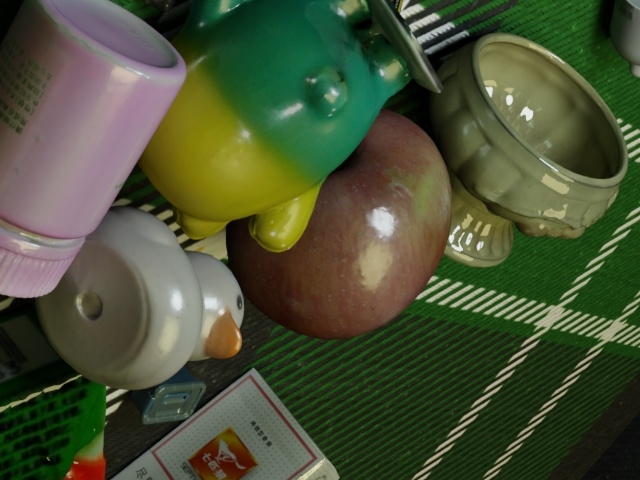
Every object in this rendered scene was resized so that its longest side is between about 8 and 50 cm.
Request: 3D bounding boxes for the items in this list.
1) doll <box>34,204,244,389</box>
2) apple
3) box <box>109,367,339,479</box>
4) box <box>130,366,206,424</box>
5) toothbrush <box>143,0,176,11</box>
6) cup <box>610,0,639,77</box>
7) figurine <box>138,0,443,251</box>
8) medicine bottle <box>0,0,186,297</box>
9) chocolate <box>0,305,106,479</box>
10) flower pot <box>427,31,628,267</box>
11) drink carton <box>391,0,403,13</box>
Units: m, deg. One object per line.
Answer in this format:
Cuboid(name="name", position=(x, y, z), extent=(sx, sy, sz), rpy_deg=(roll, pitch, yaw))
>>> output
Cuboid(name="doll", position=(-0.201, 0.064, 1.488), extent=(0.221, 0.251, 0.221), rpy_deg=(-50, 158, -29))
Cuboid(name="apple", position=(0.024, -0.029, 1.625), extent=(0.305, 0.306, 0.235), rpy_deg=(-33, 142, -15))
Cuboid(name="box", position=(-0.164, 0.380, 1.956), extent=(0.330, 0.210, 0.095), rpy_deg=(-39, 147, -7))
Cuboid(name="box", position=(-0.225, 0.221, 1.854), extent=(0.099, 0.054, 0.074), rpy_deg=(0, 130, -47))
Cuboid(name="toothbrush", position=(-0.118, -0.370, 1.316), extent=(0.297, 0.030, 0.030), rpy_deg=(-63, 168, 26))
Cuboid(name="cup", position=(0.508, -0.346, 1.947), extent=(0.134, 0.174, 0.142), rpy_deg=(-3, 141, -2))
Cuboid(name="figurine", position=(-0.057, -0.158, 1.419), extent=(0.340, 0.231, 0.324), rpy_deg=(-35, 113, 5))
Cuboid(name="medicine bottle", position=(-0.281, -0.101, 1.312), extent=(0.178, 0.178, 0.291), rpy_deg=(8, 123, -50))
Cuboid(name="chocolate", position=(-0.455, 0.279, 1.577), extent=(0.360, 0.161, 0.341), rpy_deg=(-21, 141, -29))
Cuboid(name="flower pot", position=(0.254, -0.110, 1.785), extent=(0.307, 0.307, 0.244), rpy_deg=(-6, 148, -43))
Cuboid(name="drink carton", position=(0.058, -0.273, 1.589), extent=(0.071, 0.056, 0.166), rpy_deg=(-19, 141, -28))
